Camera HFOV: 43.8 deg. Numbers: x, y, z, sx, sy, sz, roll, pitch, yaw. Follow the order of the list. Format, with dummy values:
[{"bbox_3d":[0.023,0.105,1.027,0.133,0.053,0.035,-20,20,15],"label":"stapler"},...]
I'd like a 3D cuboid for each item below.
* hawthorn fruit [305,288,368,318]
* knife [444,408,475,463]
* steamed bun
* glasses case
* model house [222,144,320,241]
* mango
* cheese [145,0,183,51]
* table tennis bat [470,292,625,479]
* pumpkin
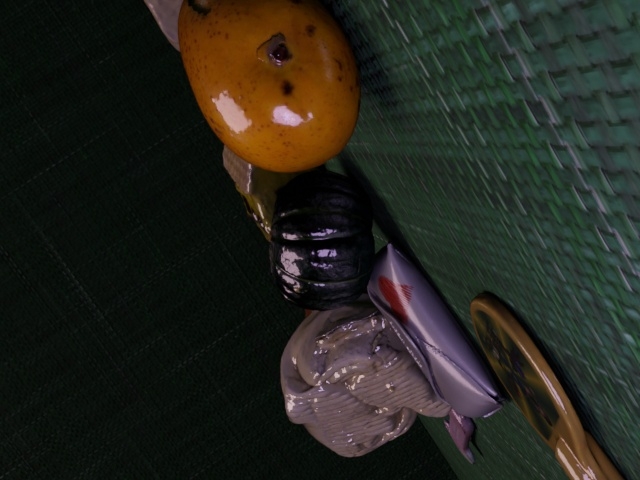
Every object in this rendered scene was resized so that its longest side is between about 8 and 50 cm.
[{"bbox_3d":[0.054,0.117,1.785,0.199,0.199,0.251,57,-164,-16],"label":"hawthorn fruit"},{"bbox_3d":[0.346,0.463,1.949,0.132,0.038,0.398,52,173,24],"label":"knife"},{"bbox_3d":[0.091,0.236,1.578,0.394,0.346,0.237,106,162,-44],"label":"steamed bun"},{"bbox_3d":[0.162,0.138,1.196,0.308,0.083,0.128,55,177,12],"label":"glasses case"},{"bbox_3d":[-0.084,-0.143,1.518,0.193,0.175,0.234,51,163,58],"label":"model house"},{"bbox_3d":[-0.061,-0.192,0.818,0.191,0.160,0.290,51,-171,-34],"label":"mango"},{"bbox_3d":[-0.312,-0.509,1.487,0.326,0.115,0.318,59,175,-12],"label":"cheese"},{"bbox_3d":[0.256,0.193,0.856,0.321,0.050,0.198,59,176,23],"label":"table tennis bat"},{"bbox_3d":[0.000,0.000,1.232,0.220,0.162,0.220,-175,90,-84],"label":"pumpkin"}]
